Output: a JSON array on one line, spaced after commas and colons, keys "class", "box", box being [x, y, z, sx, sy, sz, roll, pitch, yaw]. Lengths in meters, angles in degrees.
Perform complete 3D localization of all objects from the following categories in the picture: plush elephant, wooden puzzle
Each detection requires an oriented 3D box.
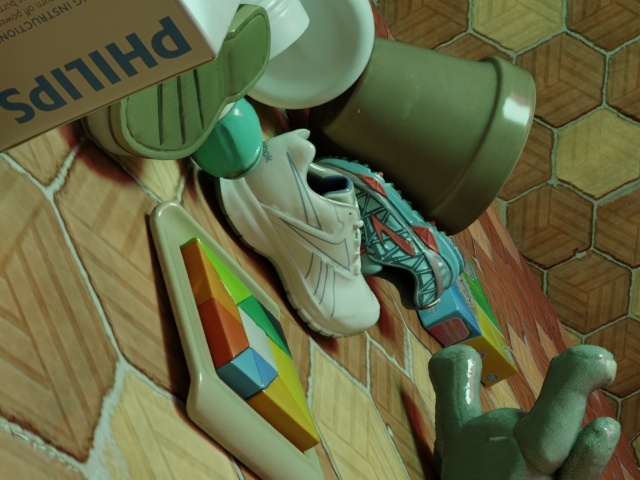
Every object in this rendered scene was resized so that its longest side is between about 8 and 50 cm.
[{"class": "plush elephant", "box": [0.286, 0.310, 1.674, 0.255, 0.271, 0.330, 33, 57, -38]}, {"class": "wooden puzzle", "box": [-0.067, 0.100, 1.207, 0.221, 0.044, 0.239, 49, 18, -44]}]

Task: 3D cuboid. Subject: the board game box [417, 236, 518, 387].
[{"class": "board game box", "box": [0.219, 0.088, 2.271, 0.316, 0.064, 0.242, 42, 23, -55]}]

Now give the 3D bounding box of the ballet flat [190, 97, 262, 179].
[{"class": "ballet flat", "box": [-0.123, -0.155, 1.429, 0.087, 0.083, 0.247, 58, 6, -35]}]

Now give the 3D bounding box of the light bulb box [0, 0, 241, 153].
[{"class": "light bulb box", "box": [-0.205, -0.324, 0.949, 0.361, 0.225, 0.358, 54, 35, -30]}]

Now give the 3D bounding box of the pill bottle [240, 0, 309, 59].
[{"class": "pill bottle", "box": [-0.142, -0.340, 1.559, 0.283, 0.161, 0.161, 57, 14, -22]}]

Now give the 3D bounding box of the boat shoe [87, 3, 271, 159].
[{"class": "boat shoe", "box": [-0.150, -0.154, 1.270, 0.302, 0.103, 0.113, -45, 139, -60]}]

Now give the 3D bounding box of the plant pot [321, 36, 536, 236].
[{"class": "plant pot", "box": [0.132, -0.168, 1.851, 0.229, 0.263, 0.263, 25, 25, -15]}]

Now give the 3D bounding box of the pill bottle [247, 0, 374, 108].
[{"class": "pill bottle", "box": [-0.036, -0.340, 1.849, 0.210, 0.210, 0.363, 56, 15, -24]}]

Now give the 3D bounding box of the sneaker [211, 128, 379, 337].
[{"class": "sneaker", "box": [0.000, 0.000, 1.481, 0.297, 0.129, 0.111, 52, 14, -40]}]

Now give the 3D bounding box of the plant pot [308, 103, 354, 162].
[{"class": "plant pot", "box": [0.058, -0.177, 2.017, 0.237, 0.109, 0.237, 24, 56, -40]}]

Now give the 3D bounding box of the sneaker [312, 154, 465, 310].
[{"class": "sneaker", "box": [0.071, -0.007, 1.810, 0.262, 0.125, 0.104, 39, -23, -2]}]
